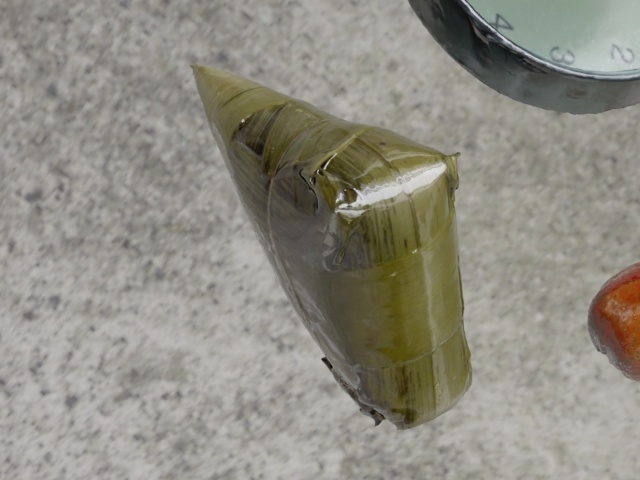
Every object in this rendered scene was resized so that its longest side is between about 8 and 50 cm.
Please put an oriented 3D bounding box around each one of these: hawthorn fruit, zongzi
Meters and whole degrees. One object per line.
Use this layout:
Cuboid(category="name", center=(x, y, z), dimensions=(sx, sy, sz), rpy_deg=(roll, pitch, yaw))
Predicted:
Cuboid(category="hawthorn fruit", center=(0.430, 0.087, 1.858), dimensions=(0.194, 0.157, 0.157), rpy_deg=(-42, 91, 1))
Cuboid(category="zongzi", center=(0.000, 0.000, 1.306), dimensions=(0.145, 0.273, 0.300), rpy_deg=(-31, 40, -26))

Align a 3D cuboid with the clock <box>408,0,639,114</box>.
Cuboid(category="clock", center=(0.217, -0.268, 1.307), dimensions=(0.319, 0.066, 0.318), rpy_deg=(6, 71, -17))
